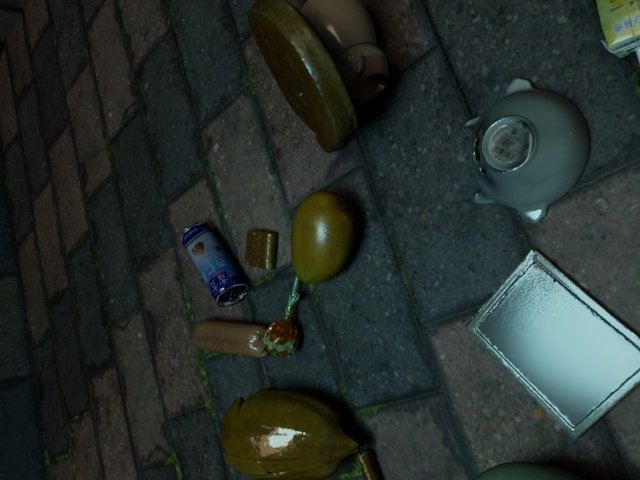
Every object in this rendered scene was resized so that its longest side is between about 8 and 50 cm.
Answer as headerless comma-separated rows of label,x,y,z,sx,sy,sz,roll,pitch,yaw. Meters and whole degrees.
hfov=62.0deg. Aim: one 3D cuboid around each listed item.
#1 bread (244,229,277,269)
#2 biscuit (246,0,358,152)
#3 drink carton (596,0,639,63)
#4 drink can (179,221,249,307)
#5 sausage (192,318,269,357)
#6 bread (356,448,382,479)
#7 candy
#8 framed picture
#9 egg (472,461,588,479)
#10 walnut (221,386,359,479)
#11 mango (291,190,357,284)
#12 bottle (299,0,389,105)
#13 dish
bread,-0.150,0.023,1.351,0.090,0.035,0.094,8,95,41
biscuit,-0.027,-0.333,1.092,0.070,0.350,0.394,-33,39,-4
drink carton,0.455,-0.328,0.783,0.084,0.075,0.199,-16,78,41
drink can,-0.288,0.062,1.436,0.097,0.097,0.235,-54,56,28
sausage,-0.236,0.254,1.394,0.289,0.086,0.086,-4,87,43
bread,0.104,0.483,1.117,0.036,0.047,0.083,-22,75,8
candy,-0.065,0.138,1.266,0.078,0.084,0.287,14,89,38
framed picture,0.386,0.168,0.881,0.252,0.014,0.197,49,120,31
egg,0.355,0.474,0.749,0.352,0.259,0.258,36,113,34
walnut,-0.065,0.430,1.172,0.337,0.209,0.208,-5,86,29
mango,0.004,0.000,1.159,0.152,0.121,0.220,27,114,42
bottle,0.058,-0.386,1.091,0.148,0.148,0.236,-39,67,35
dish,0.319,-0.149,0.895,0.228,0.086,0.236,-38,65,35
